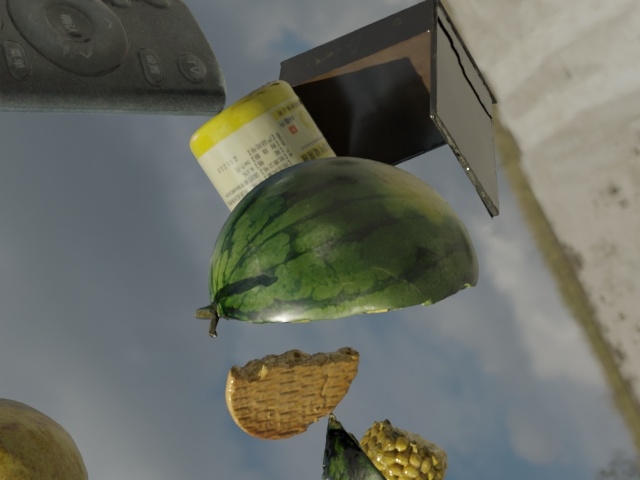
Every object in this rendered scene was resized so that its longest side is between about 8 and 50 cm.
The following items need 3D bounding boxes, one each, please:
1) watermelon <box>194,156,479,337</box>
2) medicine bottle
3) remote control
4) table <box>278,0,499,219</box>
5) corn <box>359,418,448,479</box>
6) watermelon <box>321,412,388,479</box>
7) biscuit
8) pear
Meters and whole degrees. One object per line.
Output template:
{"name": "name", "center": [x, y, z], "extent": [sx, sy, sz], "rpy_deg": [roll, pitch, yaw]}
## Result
{"name": "watermelon", "center": [0.007, -0.001, 1.170], "extent": [0.204, 0.232, 0.127], "rpy_deg": [-143, 47, -75]}
{"name": "medicine bottle", "center": [-0.028, -0.045, 1.491], "extent": [0.212, 0.122, 0.122], "rpy_deg": [56, -157, -1]}
{"name": "remote control", "center": [-0.226, -0.118, 0.861], "extent": [0.377, 0.044, 0.107], "rpy_deg": [-3, -122, -41]}
{"name": "table", "center": [0.086, -0.135, 1.947], "extent": [0.196, 0.250, 0.282], "rpy_deg": [57, -158, -32]}
{"name": "corn", "center": [0.056, 0.400, 1.910], "extent": [0.144, 0.387, 0.144], "rpy_deg": [20, -159, -8]}
{"name": "watermelon", "center": [0.043, 0.255, 1.290], "extent": [0.119, 0.063, 0.245], "rpy_deg": [-105, -1, -47]}
{"name": "biscuit", "center": [-0.046, 0.227, 2.189], "extent": [0.224, 0.144, 0.033], "rpy_deg": [-9, -150, -31]}
{"name": "pear", "center": [-0.416, 0.311, 1.911], "extent": [0.211, 0.228, 0.188], "rpy_deg": [53, -155, -4]}
